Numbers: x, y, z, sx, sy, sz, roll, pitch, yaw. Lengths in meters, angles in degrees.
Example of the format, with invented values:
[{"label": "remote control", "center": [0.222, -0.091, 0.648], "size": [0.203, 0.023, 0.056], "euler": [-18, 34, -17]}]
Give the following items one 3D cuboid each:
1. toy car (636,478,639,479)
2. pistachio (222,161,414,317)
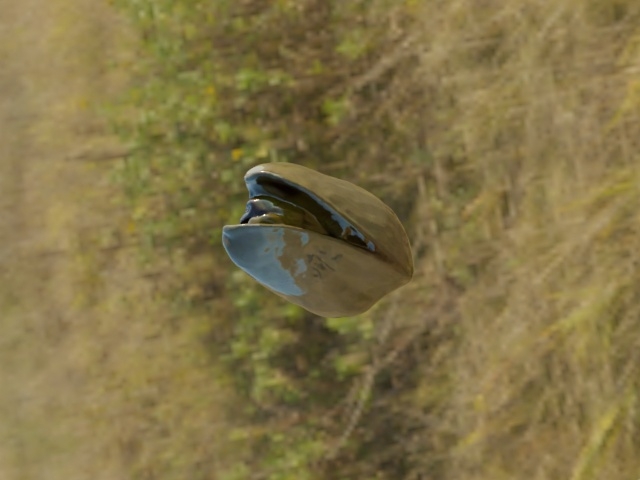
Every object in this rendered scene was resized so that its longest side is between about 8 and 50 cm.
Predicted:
[{"label": "toy car", "center": [0.293, 0.230, 1.133], "size": [0.320, 0.141, 0.097], "euler": [-37, 26, 44]}, {"label": "pistachio", "center": [0.000, 0.000, 1.454], "size": [0.131, 0.206, 0.130], "euler": [-1, 70, 45]}]
